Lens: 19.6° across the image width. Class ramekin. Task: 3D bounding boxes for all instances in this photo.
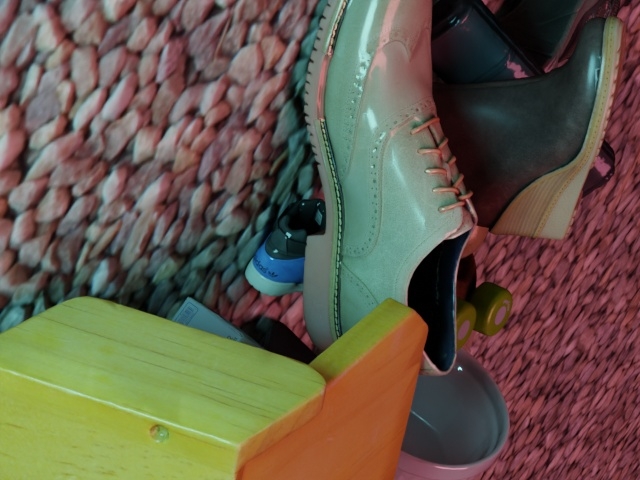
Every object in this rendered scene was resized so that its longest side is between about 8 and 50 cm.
[{"bbox_3d":[0.085,0.195,1.961,0.207,0.207,0.109,-25,151,-48],"label":"ramekin"}]

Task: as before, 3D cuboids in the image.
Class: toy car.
[{"bbox_3d":[0.112,-0.013,1.813,0.149,0.155,0.188,-16,125,-55],"label":"toy car"}]

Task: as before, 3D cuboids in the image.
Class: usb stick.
[{"bbox_3d":[0.186,-0.132,1.754,0.077,0.045,0.278,-39,128,12],"label":"usb stick"}]

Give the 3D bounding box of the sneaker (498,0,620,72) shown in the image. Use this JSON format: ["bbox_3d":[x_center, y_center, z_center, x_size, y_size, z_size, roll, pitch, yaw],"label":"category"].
[{"bbox_3d":[0.229,-0.195,1.855,0.227,0.087,0.130,-55,150,-14],"label":"sneaker"}]

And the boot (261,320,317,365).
[{"bbox_3d":[-0.099,0.200,1.759,0.229,0.091,0.263,-44,-175,18],"label":"boot"}]

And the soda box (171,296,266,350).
[{"bbox_3d":[-0.143,0.161,1.650,0.216,0.069,0.074,-53,156,-2],"label":"soda box"}]

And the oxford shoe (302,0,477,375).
[{"bbox_3d":[0.079,-0.070,1.602,0.140,0.146,0.397,-28,127,-45],"label":"oxford shoe"}]

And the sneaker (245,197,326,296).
[{"bbox_3d":[0.001,0.001,1.720,0.152,0.058,0.084,-8,138,-50],"label":"sneaker"}]

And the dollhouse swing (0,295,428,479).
[{"bbox_3d":[-0.115,0.187,1.547,0.305,0.315,0.347,-59,162,-53],"label":"dollhouse swing"}]

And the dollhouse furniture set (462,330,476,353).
[{"bbox_3d":[0.137,0.127,2.178,0.152,0.058,0.076,-67,153,-21],"label":"dollhouse furniture set"}]

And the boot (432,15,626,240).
[{"bbox_3d":[0.153,-0.116,1.669,0.090,0.207,0.248,-64,171,-52],"label":"boot"}]
